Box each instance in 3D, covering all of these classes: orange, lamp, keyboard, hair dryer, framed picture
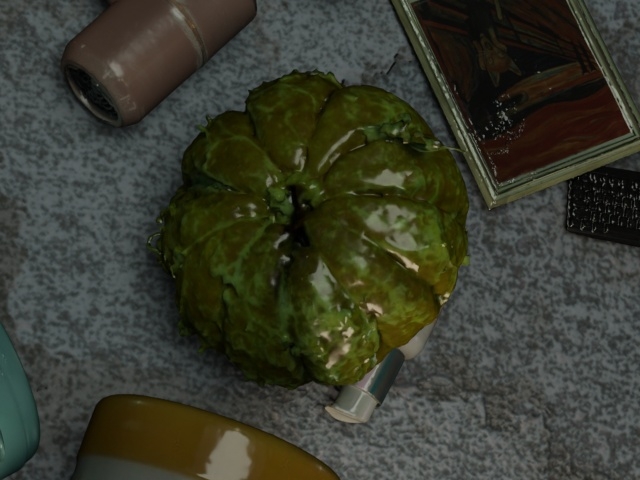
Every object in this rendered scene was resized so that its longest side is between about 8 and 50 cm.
[{"bbox_3d":[0.000,0.000,1.874,0.300,0.223,0.301,16,77,25],"label":"orange"},{"bbox_3d":[-0.339,0.096,1.763,0.147,0.209,0.284,-7,61,-17],"label":"lamp"},{"bbox_3d":[0.378,-0.028,2.131,0.250,0.017,0.087,11,75,-15],"label":"keyboard"},{"bbox_3d":[-0.246,-0.282,1.954,0.344,0.107,0.189,44,69,5],"label":"hair dryer"},{"bbox_3d":[0.212,-0.189,2.106,0.216,0.016,0.273,-22,81,-22],"label":"framed picture"}]

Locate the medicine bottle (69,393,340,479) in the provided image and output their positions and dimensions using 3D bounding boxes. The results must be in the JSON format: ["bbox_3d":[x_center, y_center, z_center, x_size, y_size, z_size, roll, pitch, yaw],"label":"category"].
[{"bbox_3d":[-0.125,0.283,1.767,0.238,0.238,0.232,24,73,-12],"label":"medicine bottle"}]

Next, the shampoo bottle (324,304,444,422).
[{"bbox_3d":[0.068,0.095,1.965,0.074,0.074,0.192,30,70,-10],"label":"shampoo bottle"}]
